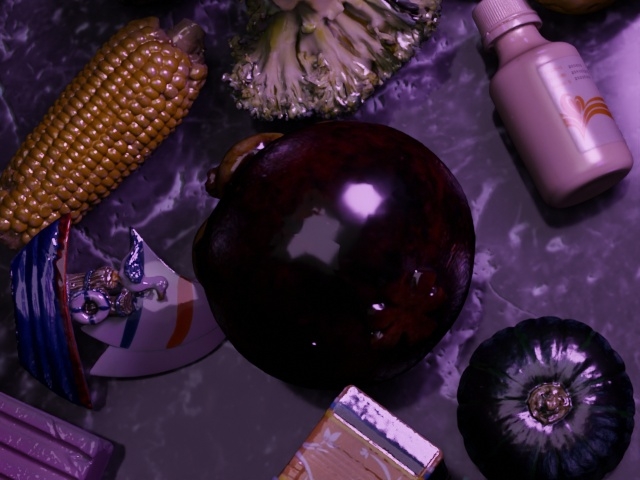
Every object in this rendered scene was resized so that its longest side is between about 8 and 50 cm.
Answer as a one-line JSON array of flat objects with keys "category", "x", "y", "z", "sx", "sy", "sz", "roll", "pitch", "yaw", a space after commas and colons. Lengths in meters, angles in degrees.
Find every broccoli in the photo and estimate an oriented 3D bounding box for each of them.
[{"category": "broccoli", "x": -0.048, "y": -0.286, "z": 1.829, "sx": 0.252, "sy": 0.361, "sz": 0.221, "roll": -20, "pitch": 55, "yaw": 35}]

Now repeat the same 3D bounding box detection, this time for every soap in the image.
[{"category": "soap", "x": -0.355, "y": 0.247, "z": 1.907, "sx": 0.203, "sy": 0.065, "sz": 0.122, "roll": 24, "pitch": 83, "yaw": 12}]

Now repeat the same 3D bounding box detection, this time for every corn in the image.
[{"category": "corn", "x": -0.262, "y": -0.127, "z": 1.939, "sx": 0.130, "sy": 0.130, "sz": 0.347, "roll": 42, "pitch": 89, "yaw": 13}]

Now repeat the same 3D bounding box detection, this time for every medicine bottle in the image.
[{"category": "medicine bottle", "x": 0.254, "y": -0.168, "z": 1.882, "sx": 0.114, "sy": 0.114, "sz": 0.252, "roll": -26, "pitch": 76, "yaw": 2}]

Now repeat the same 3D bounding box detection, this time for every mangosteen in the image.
[{"category": "mangosteen", "x": 0.000, "y": 0.000, "z": 1.804, "sx": 0.307, "sy": 0.307, "sz": 0.347, "roll": -48, "pitch": 46, "yaw": -3}]

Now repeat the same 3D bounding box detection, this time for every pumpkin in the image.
[{"category": "pumpkin", "x": 0.245, "y": 0.182, "z": 1.800, "sx": 0.202, "sy": 0.140, "sz": 0.202, "roll": -1, "pitch": 82, "yaw": 8}]

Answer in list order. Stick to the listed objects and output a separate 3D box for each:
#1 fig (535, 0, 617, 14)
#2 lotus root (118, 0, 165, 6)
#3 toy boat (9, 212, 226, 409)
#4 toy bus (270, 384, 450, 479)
[{"category": "fig", "x": 0.291, "y": -0.361, "z": 1.893, "sx": 0.181, "sy": 0.181, "sz": 0.191, "roll": -31, "pitch": 47, "yaw": 1}, {"category": "lotus root", "x": -0.137, "y": -0.402, "z": 1.972, "sx": 0.309, "sy": 0.173, "sz": 0.173, "roll": -37, "pitch": 76, "yaw": -8}, {"category": "toy boat", "x": -0.216, "y": 0.100, "z": 1.919, "sx": 0.318, "sy": 0.072, "sz": 0.219, "roll": 19, "pitch": 95, "yaw": -10}, {"category": "toy bus", "x": 0.046, "y": 0.259, "z": 1.744, "sx": 0.138, "sy": 0.275, "sz": 0.167, "roll": 35, "pitch": 82, "yaw": 13}]
